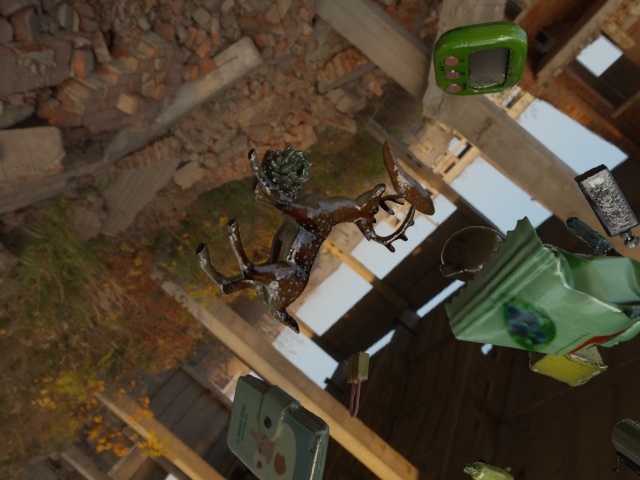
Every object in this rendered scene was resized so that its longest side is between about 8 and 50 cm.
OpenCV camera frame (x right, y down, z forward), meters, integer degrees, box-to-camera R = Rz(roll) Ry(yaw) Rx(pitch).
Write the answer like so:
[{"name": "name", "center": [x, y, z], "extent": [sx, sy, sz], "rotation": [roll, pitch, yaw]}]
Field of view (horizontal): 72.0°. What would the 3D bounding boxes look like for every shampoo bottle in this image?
[{"name": "shampoo bottle", "center": [0.969, -0.101, 1.468], "extent": [0.098, 0.309, 0.071], "rotation": [-32, -168, 24]}]

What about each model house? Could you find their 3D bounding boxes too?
[{"name": "model house", "center": [0.840, 0.348, 1.529], "extent": [0.174, 0.194, 0.234], "rotation": [115, -5, -49]}]

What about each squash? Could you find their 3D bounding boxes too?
[{"name": "squash", "center": [0.536, 0.768, 1.438], "extent": [0.094, 0.224, 0.094], "rotation": [-36, -146, 30]}]

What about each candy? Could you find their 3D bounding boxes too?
[{"name": "candy", "center": [0.440, 0.100, 0.742], "extent": [0.262, 0.398, 0.171], "rotation": [122, -34, -49]}]

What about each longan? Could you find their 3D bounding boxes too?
[{"name": "longan", "center": [0.421, 0.047, 1.222], "extent": [0.205, 0.159, 0.185], "rotation": [-25, -168, -16]}]

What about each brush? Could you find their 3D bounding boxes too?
[{"name": "brush", "center": [0.135, 0.540, 1.643], "extent": [0.103, 0.047, 0.233], "rotation": [128, -25, -53]}]

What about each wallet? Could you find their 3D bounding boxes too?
[{"name": "wallet", "center": [-0.121, 0.511, 1.149], "extent": [0.083, 0.361, 0.252], "rotation": [7, 96, -45]}]

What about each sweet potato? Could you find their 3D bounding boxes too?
[{"name": "sweet potato", "center": [0.234, -0.148, 1.179], "extent": [0.058, 0.255, 0.078], "rotation": [-17, -148, 50]}]

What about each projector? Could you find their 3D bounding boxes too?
[{"name": "projector", "center": [0.902, 0.576, 1.136], "extent": [0.108, 0.108, 0.337], "rotation": [-49, 177, 1]}]

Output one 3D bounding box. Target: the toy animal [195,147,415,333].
[{"name": "toy animal", "center": [-0.010, -0.007, 0.584], "extent": [0.243, 0.260, 0.087], "rotation": [-56, -141, -1]}]

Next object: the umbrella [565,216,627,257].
[{"name": "umbrella", "center": [0.860, 0.006, 1.381], "extent": [0.250, 0.052, 0.053], "rotation": [-110, -153, -51]}]

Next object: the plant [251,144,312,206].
[{"name": "plant", "center": [-0.115, -0.180, 1.241], "extent": [0.194, 0.132, 0.129], "rotation": [-36, -141, 54]}]

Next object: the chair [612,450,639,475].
[{"name": "chair", "center": [0.961, 0.617, 1.295], "extent": [0.113, 0.229, 0.106], "rotation": [-14, -156, -17]}]

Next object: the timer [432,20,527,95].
[{"name": "timer", "center": [0.237, -0.269, 0.660], "extent": [0.140, 0.128, 0.047], "rotation": [35, 58, -67]}]
